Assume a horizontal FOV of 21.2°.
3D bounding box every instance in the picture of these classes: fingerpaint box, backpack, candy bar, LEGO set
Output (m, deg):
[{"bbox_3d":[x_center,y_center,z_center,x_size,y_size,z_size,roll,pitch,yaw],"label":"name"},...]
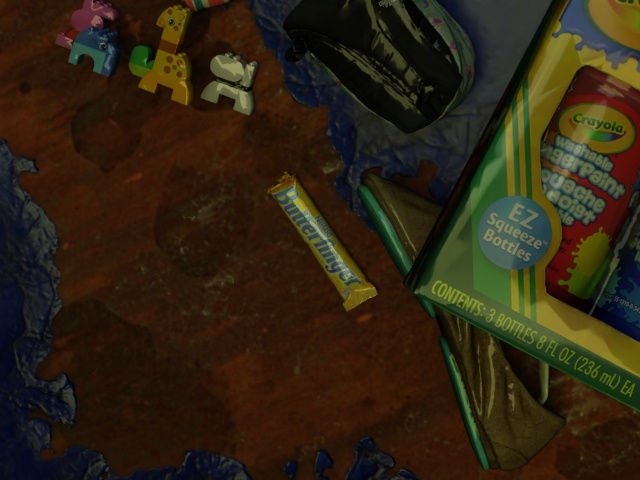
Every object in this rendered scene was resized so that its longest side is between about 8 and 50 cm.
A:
[{"bbox_3d":[0.358,-0.015,1.561,0.445,0.163,0.371,28,91,-1],"label":"fingerpaint box"},{"bbox_3d":[0.072,-0.198,1.703,0.182,0.115,0.152,45,120,1],"label":"backpack"},{"bbox_3d":[0.000,0.000,1.813,0.040,0.018,0.161,-34,92,18],"label":"candy bar"},{"bbox_3d":[-0.171,-0.208,1.779,0.227,0.087,0.093,21,106,9],"label":"LEGO set"}]

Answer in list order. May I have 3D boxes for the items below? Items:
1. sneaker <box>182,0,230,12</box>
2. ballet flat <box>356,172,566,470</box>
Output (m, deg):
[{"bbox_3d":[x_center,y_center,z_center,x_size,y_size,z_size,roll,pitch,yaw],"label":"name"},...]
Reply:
[{"bbox_3d":[-0.122,-0.318,1.766,0.075,0.057,0.161,-13,97,0],"label":"sneaker"},{"bbox_3d":[0.157,0.068,1.747,0.124,0.116,0.342,-25,95,-2],"label":"ballet flat"}]
